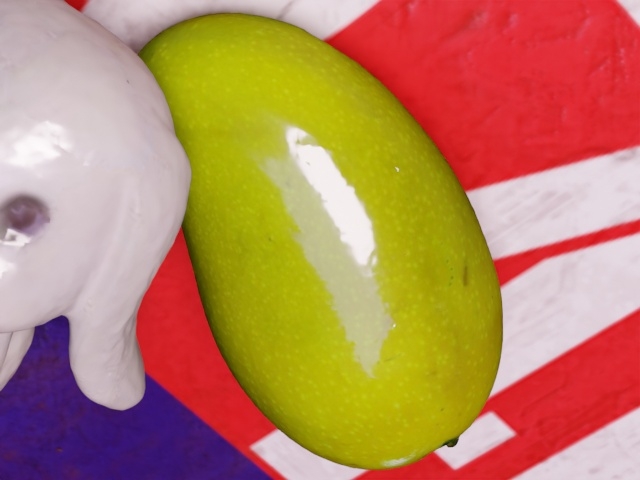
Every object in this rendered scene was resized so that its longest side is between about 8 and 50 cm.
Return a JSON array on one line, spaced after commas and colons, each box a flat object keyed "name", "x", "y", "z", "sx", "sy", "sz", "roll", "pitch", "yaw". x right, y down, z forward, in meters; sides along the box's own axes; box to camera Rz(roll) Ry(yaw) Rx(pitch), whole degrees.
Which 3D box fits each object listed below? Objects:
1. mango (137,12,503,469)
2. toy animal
[{"name": "mango", "x": 0.000, "y": 0.000, "z": 0.877, "sx": 0.175, "sy": 0.143, "sz": 0.293, "roll": -20, "pitch": 111, "yaw": 26}, {"name": "toy animal", "x": -0.177, "y": -0.005, "z": 0.834, "sx": 0.289, "sy": 0.174, "sz": 0.249, "roll": -4, "pitch": 119, "yaw": 46}]
